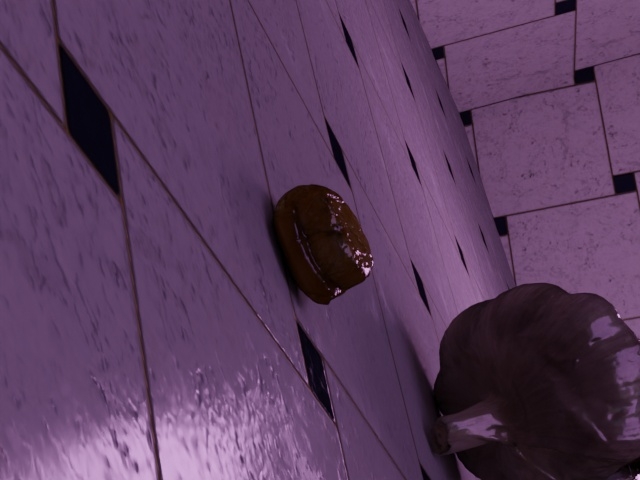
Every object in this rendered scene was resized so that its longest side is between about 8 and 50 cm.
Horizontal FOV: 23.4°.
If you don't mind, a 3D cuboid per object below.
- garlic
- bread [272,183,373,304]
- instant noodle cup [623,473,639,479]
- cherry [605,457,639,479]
[{"bbox_3d":[0.179,0.148,1.381,0.212,0.219,0.218,-14,84,-52],"label":"garlic"},{"bbox_3d":[0.000,0.000,0.972,0.081,0.046,0.083,58,16,-34],"label":"bread"},{"bbox_3d":[0.262,0.324,1.415,0.174,0.213,0.213,64,8,9],"label":"instant noodle cup"},{"bbox_3d":[0.382,0.320,1.935,0.326,0.291,0.335,60,-10,-1],"label":"cherry"}]
